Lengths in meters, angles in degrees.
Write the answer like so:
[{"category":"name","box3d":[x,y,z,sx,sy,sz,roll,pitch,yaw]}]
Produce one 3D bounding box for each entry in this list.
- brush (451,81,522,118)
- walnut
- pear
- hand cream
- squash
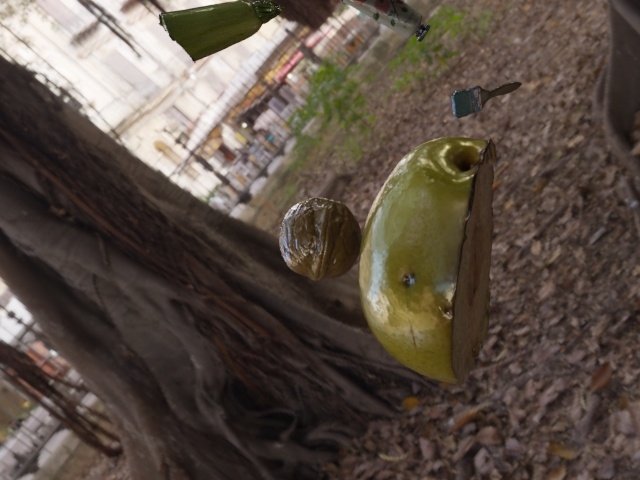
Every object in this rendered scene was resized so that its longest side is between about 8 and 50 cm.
[{"category":"brush","box3d":[0.402,-0.350,1.759,0.196,0.070,0.021,-21,28,-16]},{"category":"walnut","box3d":[0.000,0.000,1.930,0.228,0.228,0.228,-47,10,11]},{"category":"pear","box3d":[0.157,0.029,1.135,0.191,0.386,0.340,6,31,20]},{"category":"hand cream","box3d":[0.102,-0.453,1.381,0.080,0.234,0.050,-59,5,-1]},{"category":"squash","box3d":[-0.227,-0.499,1.728,0.287,0.137,0.137,-18,1,-17]}]
